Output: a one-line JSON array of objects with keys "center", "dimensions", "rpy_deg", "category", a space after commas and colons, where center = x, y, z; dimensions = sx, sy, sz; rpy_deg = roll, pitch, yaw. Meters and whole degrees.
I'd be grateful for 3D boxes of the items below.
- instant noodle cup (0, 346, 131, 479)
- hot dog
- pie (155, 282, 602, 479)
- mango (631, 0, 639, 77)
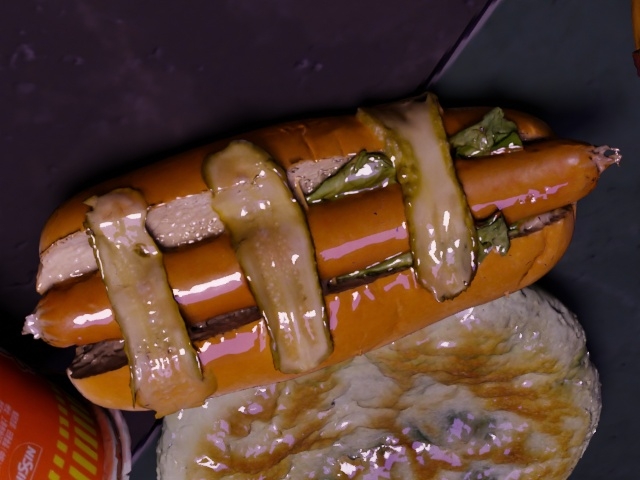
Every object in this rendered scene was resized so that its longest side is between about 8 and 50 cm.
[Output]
[{"center": [-0.217, 0.074, 0.733], "dimensions": [0.193, 0.193, 0.212], "rpy_deg": [-32, 123, 15], "category": "instant noodle cup"}, {"center": [0.000, 0.000, 0.761], "dimensions": [0.269, 0.072, 0.109], "rpy_deg": [-17, 92, -5], "category": "hot dog"}, {"center": [0.031, 0.098, 0.887], "dimensions": [0.240, 0.054, 0.240], "rpy_deg": [-7, 134, -7], "category": "pie"}, {"center": [0.224, -0.109, 0.670], "dimensions": [0.236, 0.166, 0.136], "rpy_deg": [-22, 114, -17], "category": "mango"}]
